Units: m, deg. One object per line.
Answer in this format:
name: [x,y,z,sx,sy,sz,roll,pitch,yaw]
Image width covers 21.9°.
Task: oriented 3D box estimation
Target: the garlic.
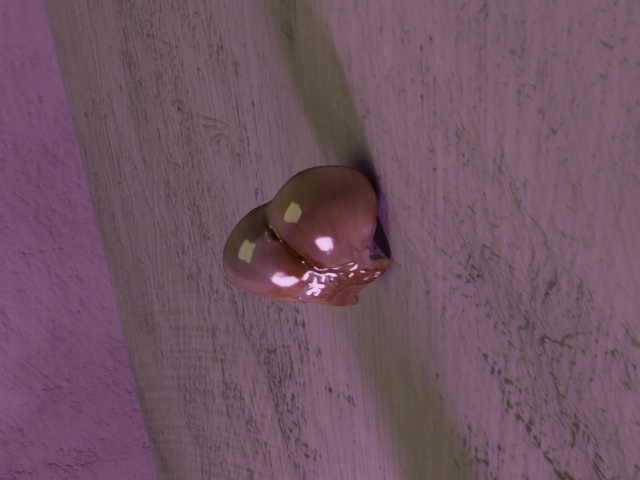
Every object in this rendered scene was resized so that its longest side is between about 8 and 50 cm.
garlic: [-0.010,-0.008,1.447,0.174,0.124,0.099,-50,42,44]
